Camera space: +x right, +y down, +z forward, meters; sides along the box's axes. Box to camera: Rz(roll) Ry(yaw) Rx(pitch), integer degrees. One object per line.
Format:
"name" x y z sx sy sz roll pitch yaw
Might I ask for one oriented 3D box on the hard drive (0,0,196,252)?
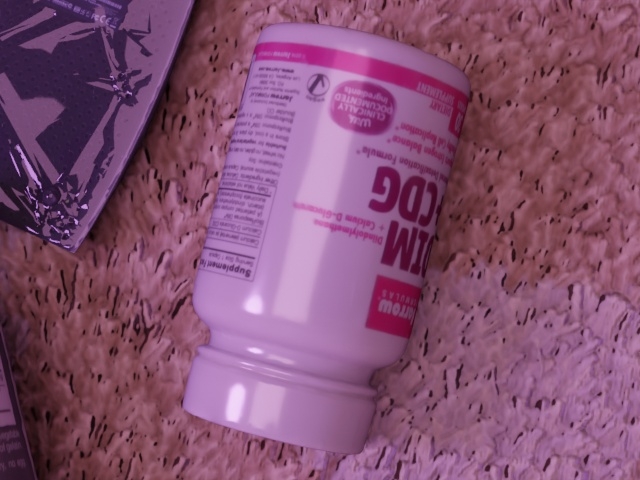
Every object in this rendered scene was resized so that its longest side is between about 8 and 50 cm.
"hard drive" -0.202 -0.134 1.139 0.172 0.054 0.254 23 88 10

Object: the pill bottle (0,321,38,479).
"pill bottle" -0.318 0.148 1.055 0.204 0.204 0.361 -16 82 7

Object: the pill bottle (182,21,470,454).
"pill bottle" 0.000 0.000 1.042 0.160 0.160 0.283 14 87 10
